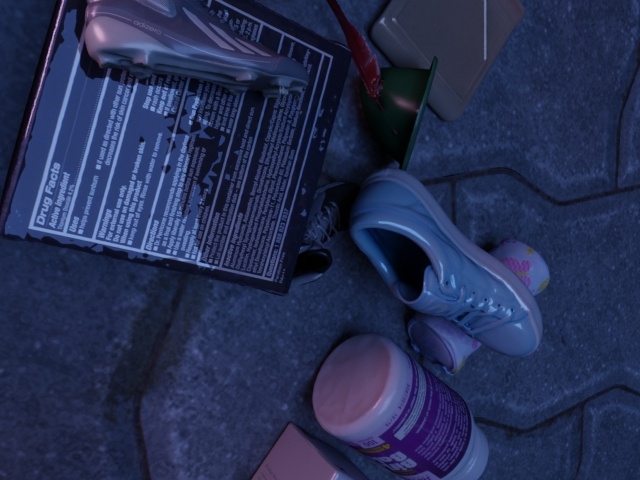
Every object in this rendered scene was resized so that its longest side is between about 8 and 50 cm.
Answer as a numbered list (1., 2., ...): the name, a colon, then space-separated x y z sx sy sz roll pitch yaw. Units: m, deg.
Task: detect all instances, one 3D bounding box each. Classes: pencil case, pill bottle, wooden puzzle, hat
1. pencil case: 0.283 0.113 0.943 0.273 0.113 0.124 -37 93 -21
2. pill bottle: 0.142 0.290 0.862 0.301 0.169 0.169 41 78 -29
3. wooden puzzle: 0.208 -0.351 0.861 0.221 0.044 0.239 38 84 -31
4. hat: 0.063 -0.217 0.794 0.183 0.173 0.209 16 91 3

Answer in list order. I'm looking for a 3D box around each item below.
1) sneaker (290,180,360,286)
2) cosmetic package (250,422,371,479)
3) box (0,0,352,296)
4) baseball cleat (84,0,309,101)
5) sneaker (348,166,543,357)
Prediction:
1. sneaker: 0.000 0.000 0.745 0.228 0.132 0.086 -39 116 -19
2. cosmetic package: -0.017 0.412 0.801 0.151 0.151 0.184 42 78 -30
3. box: -0.162 -0.121 0.597 0.294 0.182 0.297 16 89 -32
4. baseball cleat: -0.100 -0.190 0.479 0.205 0.072 0.110 0 91 -34
5. sneaker: 0.170 0.069 0.764 0.366 0.135 0.150 42 46 -7
